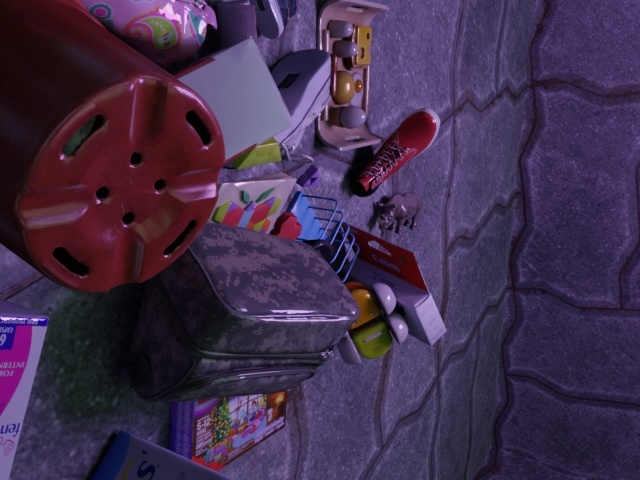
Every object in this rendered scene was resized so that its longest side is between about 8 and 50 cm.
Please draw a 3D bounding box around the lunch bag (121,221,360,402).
[{"bbox_3d":[-0.126,0.137,0.979,0.305,0.212,0.256,8,127,-46],"label":"lunch bag"}]

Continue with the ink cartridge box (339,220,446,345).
[{"bbox_3d":[0.145,0.094,1.433,0.060,0.275,0.238,-40,124,-17],"label":"ink cartridge box"}]

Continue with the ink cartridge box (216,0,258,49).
[{"bbox_3d":[-0.110,-0.291,0.958,0.045,0.179,0.145,-14,115,-24],"label":"ink cartridge box"}]

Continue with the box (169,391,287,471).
[{"bbox_3d":[-0.162,0.305,1.174,0.293,0.057,0.200,-13,110,-59],"label":"box"}]

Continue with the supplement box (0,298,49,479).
[{"bbox_3d":[-0.394,0.173,0.665,0.111,0.114,0.219,17,86,-62],"label":"supplement box"}]

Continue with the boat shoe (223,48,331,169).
[{"bbox_3d":[-0.072,-0.198,1.113,0.367,0.136,0.156,-62,151,-46],"label":"boat shoe"}]

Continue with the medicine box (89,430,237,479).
[{"bbox_3d":[-0.218,0.456,0.886,0.263,0.290,0.149,-63,149,-27],"label":"medicine box"}]

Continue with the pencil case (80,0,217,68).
[{"bbox_3d":[-0.251,-0.315,0.745,0.284,0.124,0.124,25,77,-58],"label":"pencil case"}]

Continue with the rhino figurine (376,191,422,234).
[{"bbox_3d":[0.207,-0.075,1.688,0.243,0.073,0.106,-15,116,-57],"label":"rhino figurine"}]

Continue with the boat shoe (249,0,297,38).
[{"bbox_3d":[-0.091,-0.441,1.055,0.083,0.065,0.183,-61,153,-31],"label":"boat shoe"}]

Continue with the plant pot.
[{"bbox_3d":[-0.251,-0.098,0.598,0.272,0.265,0.272,-35,143,-33],"label":"plant pot"}]

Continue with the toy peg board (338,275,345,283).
[{"bbox_3d":[0.032,0.168,1.450,0.161,0.079,0.160,7,94,-61],"label":"toy peg board"}]

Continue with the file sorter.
[{"bbox_3d":[0.000,0.000,1.312,0.118,0.105,0.170,-63,147,-26],"label":"file sorter"}]

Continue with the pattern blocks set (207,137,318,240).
[{"bbox_3d":[-0.129,-0.043,1.011,0.325,0.026,0.285,-23,147,-37],"label":"pattern blocks set"}]

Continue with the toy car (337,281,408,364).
[{"bbox_3d":[0.093,0.172,1.382,0.159,0.136,0.181,-27,113,-4],"label":"toy car"}]

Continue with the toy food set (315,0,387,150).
[{"bbox_3d":[0.086,-0.358,1.357,0.220,0.093,0.305,-24,120,-56],"label":"toy food set"}]

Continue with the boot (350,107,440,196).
[{"bbox_3d":[0.169,-0.196,1.456,0.176,0.088,0.244,-45,180,-43],"label":"boot"}]

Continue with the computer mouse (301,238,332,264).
[{"bbox_3d":[-0.100,0.064,1.158,0.262,0.060,0.184,-44,145,-8],"label":"computer mouse"}]

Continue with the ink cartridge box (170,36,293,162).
[{"bbox_3d":[-0.146,-0.185,0.861,0.128,0.176,0.127,-34,110,-17],"label":"ink cartridge box"}]
